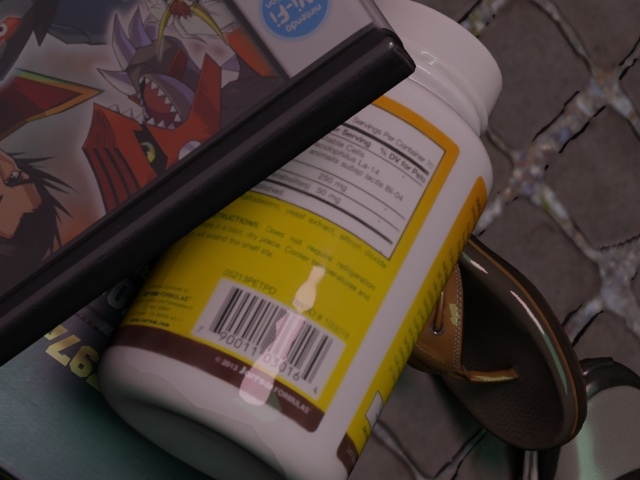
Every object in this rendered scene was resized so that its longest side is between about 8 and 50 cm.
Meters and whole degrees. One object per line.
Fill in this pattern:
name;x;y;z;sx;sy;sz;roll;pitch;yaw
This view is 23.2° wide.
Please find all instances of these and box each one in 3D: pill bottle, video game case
pill bottle;0.000;0.000;0.687;0.117;0.117;0.215;36;68;-18
video game case;-0.141;-0.087;0.609;0.275;0.035;0.248;-35;73;9

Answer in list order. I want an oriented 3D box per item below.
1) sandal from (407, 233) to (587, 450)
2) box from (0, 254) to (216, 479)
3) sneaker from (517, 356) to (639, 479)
sandal;0.050;0.020;0.786;0.060;0.090;0.219;-37;97;-37
box;-0.121;0.016;0.723;0.233;0.059;0.183;40;70;-17
sneaker;0.188;0.191;0.828;0.100;0.108;0.271;-17;90;-25
